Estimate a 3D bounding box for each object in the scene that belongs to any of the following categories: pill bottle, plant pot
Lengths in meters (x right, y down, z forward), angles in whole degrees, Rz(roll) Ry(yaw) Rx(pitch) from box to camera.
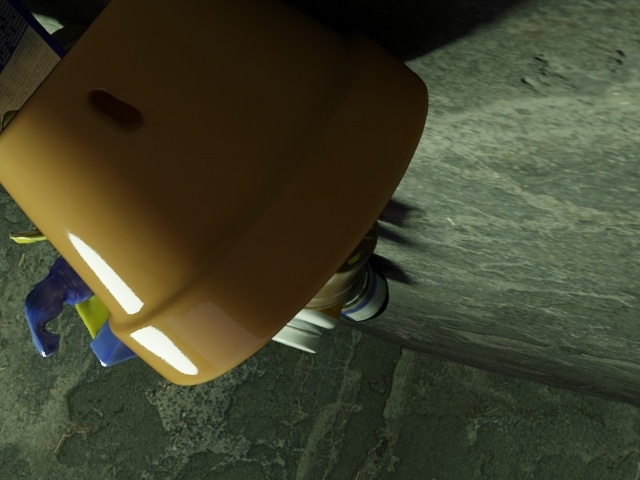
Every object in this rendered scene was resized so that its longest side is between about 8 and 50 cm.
[{"bbox_3d":[-0.012,0.058,1.431,0.117,0.215,0.117,18,172,3],"label":"pill bottle"},{"bbox_3d":[0.062,0.091,1.801,0.122,0.123,0.219,16,171,21],"label":"pill bottle"},{"bbox_3d":[0.000,0.000,1.280,0.167,0.167,0.165,20,163,-6],"label":"plant pot"},{"bbox_3d":[-0.095,-0.073,0.668,0.203,0.291,0.291,41,164,-19],"label":"plant pot"}]

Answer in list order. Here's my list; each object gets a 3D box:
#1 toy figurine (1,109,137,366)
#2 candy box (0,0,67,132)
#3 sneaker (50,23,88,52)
[{"bbox_3d":[-0.178,0.019,0.813,0.217,0.191,0.362,54,-151,14],"label":"toy figurine"},{"bbox_3d":[-0.353,-0.184,0.794,0.268,0.122,0.317,31,172,11],"label":"candy box"},{"bbox_3d":[-0.213,-0.174,0.965,0.152,0.054,0.061,34,170,-34],"label":"sneaker"}]
